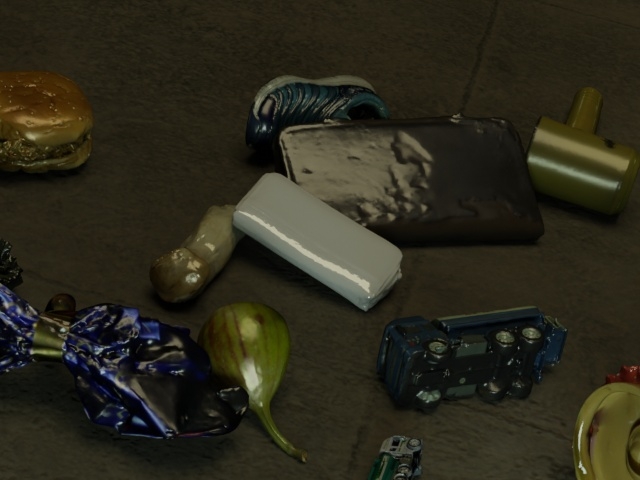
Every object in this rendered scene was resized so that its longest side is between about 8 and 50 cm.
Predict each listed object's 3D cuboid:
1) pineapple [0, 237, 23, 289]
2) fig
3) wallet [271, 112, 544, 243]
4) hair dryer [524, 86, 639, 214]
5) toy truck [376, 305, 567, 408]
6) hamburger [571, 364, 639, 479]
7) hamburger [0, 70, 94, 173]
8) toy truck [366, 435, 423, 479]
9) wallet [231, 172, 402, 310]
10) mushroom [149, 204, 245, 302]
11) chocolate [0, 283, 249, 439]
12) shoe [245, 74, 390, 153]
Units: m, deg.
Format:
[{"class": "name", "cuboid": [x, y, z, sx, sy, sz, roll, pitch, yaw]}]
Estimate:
[{"class": "pineapple", "cuboid": [-0.366, 0.004, 1.507, 0.159, 0.074, 0.074, 29, 37, 16]}, {"class": "fig", "cuboid": [-0.059, 0.124, 1.421, 0.093, 0.093, 0.166, -4, 39, -23]}, {"class": "wallet", "cuboid": [0.100, -0.067, 1.751, 0.309, 0.042, 0.165, -3, 61, -20]}, {"class": "hair dryer", "cuboid": [0.340, -0.129, 1.930, 0.135, 0.090, 0.278, 18, 29, 8]}, {"class": "toy truck", "cuboid": [0.156, 0.109, 1.527, 0.202, 0.074, 0.088, -6, 34, -26]}, {"class": "hamburger", "cuboid": [0.328, 0.197, 1.386, 0.137, 0.175, 0.175, 0, 36, -29]}, {"class": "hamburger", "cuboid": [-0.327, -0.135, 1.706, 0.138, 0.083, 0.147, -7, 36, -20]}, {"class": "toy truck", "cuboid": [0.066, 0.213, 1.380, 0.044, 0.039, 0.083, 7, 34, 15]}, {"class": "wallet", "cuboid": [0.000, 0.000, 1.630, 0.190, 0.033, 0.095, 31, 48, 6]}, {"class": "mushroom", "cuboid": [-0.120, 0.004, 1.607, 0.059, 0.054, 0.202, 26, 30, 7]}, {"class": "chocolate", "cuboid": [-0.228, 0.097, 1.369, 0.343, 0.126, 0.148, 12, 32, -3]}, {"class": "shoe", "cuboid": [0.002, -0.142, 1.815, 0.207, 0.091, 0.106, -10, 35, -35]}]
